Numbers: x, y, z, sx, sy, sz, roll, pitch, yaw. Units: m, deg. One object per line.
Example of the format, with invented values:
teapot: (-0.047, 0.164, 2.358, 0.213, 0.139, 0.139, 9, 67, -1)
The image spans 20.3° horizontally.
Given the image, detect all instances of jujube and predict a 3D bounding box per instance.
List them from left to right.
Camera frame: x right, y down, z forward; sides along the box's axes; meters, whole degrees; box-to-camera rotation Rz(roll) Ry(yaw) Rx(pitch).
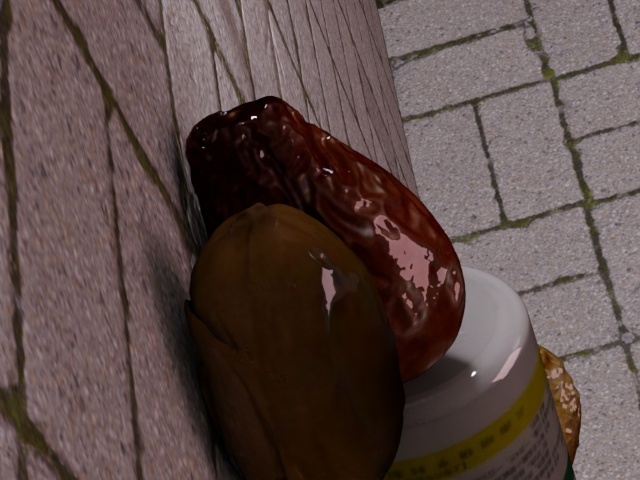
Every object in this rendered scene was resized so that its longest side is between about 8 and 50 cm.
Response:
jujube: (0.000, 0.000, 1.283, 0.236, 0.168, 0.168, 55, 11, -11)

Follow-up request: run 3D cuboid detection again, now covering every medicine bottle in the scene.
medicine bottle: (0.104, 0.209, 1.456, 0.208, 0.208, 0.339, -93, 166, -58)

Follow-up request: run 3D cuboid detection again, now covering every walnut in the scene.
walnut: (-0.014, 0.079, 1.152, 0.137, 0.137, 0.245, -95, 168, -54)

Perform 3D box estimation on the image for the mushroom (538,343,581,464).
mushroom: (0.192, 0.305, 2.034, 0.345, 0.239, 0.345, 24, 62, -59)

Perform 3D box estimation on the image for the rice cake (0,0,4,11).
rice cake: (-0.155, -0.068, 0.597, 0.399, 0.070, 0.064, -93, 165, -61)
